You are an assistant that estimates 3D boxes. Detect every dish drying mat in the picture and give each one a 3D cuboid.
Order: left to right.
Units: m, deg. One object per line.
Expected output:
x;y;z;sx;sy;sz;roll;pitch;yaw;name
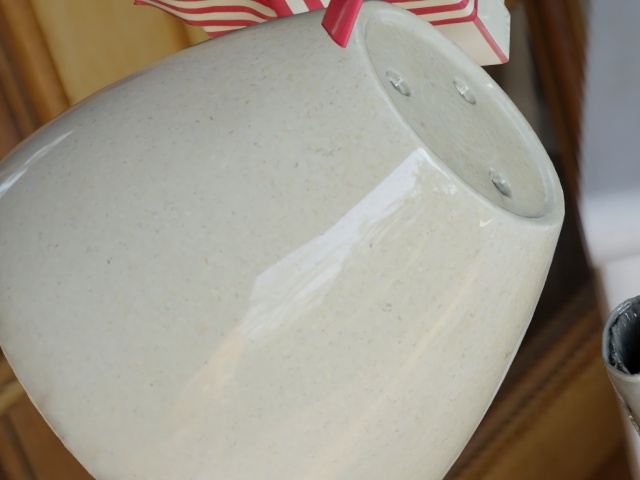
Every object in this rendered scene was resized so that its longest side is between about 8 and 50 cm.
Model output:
0.021;-0.138;0.949;0.008;0.083;0.032;13;23;-22;dish drying mat

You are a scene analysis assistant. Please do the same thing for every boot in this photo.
0.259;0.162;1.305;0.076;0.208;0.189;-19;30;4;boot

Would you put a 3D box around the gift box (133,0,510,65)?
0.003;-0.254;1.552;0.276;0.255;0.258;-7;67;26;gift box

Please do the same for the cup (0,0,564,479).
0.000;0.000;1.116;0.237;0.331;0.331;-42;17;26;cup
